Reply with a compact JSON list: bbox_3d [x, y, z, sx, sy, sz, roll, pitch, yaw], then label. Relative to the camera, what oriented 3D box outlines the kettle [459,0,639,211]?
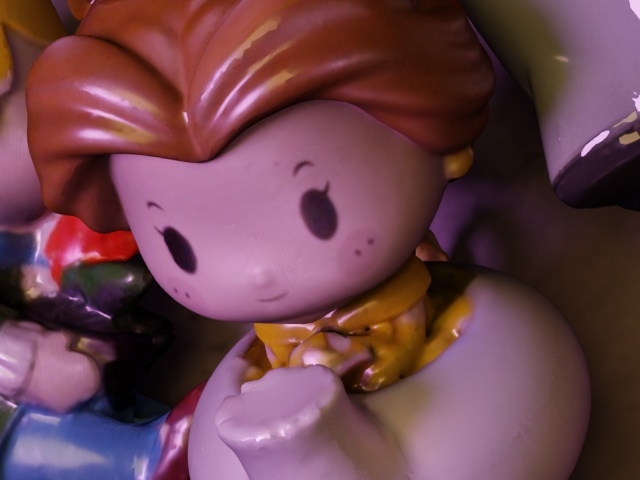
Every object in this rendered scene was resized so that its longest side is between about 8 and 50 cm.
[{"bbox_3d":[0.129,-0.144,0.576,0.221,0.161,0.236,-22,71,-14],"label":"kettle"}]

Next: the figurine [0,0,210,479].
[{"bbox_3d":[-0.113,-0.017,0.643,0.185,0.127,0.234,5,90,17],"label":"figurine"}]

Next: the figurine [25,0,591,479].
[{"bbox_3d":[0.000,0.000,0.548,0.142,0.189,0.263,-15,111,16],"label":"figurine"}]
